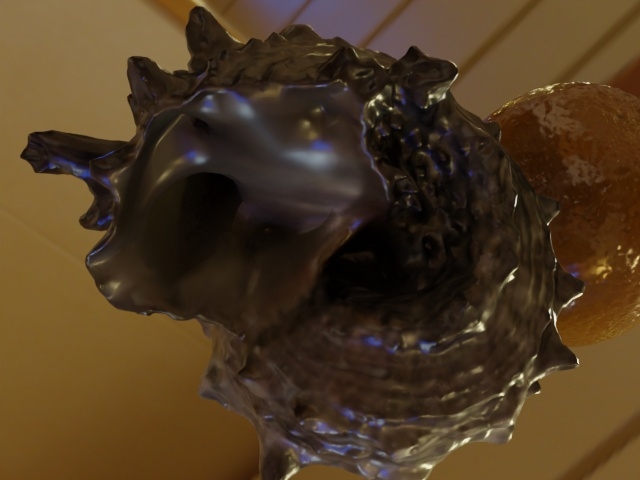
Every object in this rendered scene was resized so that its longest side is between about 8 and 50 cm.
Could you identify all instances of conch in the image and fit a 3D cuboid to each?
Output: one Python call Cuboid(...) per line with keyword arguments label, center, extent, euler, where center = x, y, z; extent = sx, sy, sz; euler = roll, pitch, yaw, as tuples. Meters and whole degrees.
Cuboid(label="conch", center=(0.001, 0.009, 0.754), extent=(0.186, 0.313, 0.241), euler=(-2, -121, 55))

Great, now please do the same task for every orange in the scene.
Cuboid(label="orange", center=(0.257, -0.025, 1.477), extent=(0.274, 0.274, 0.274), euler=(-36, -147, 28))
